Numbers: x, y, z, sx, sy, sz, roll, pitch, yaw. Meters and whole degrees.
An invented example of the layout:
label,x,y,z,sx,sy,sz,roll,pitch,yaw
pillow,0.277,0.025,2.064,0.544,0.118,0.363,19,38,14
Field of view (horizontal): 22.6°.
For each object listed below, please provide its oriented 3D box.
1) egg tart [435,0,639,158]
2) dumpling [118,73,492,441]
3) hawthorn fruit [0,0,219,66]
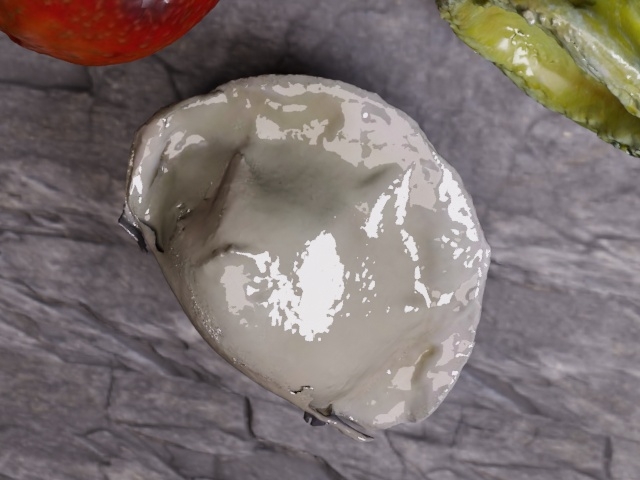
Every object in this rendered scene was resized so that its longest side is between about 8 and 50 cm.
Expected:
label,x,y,z,sx,sy,sz,roll,pitch,yaw
egg tart,0.164,-0.129,1.012,0.197,0.197,0.078,34,90,-5
dumpling,-0.007,0.003,1.145,0.293,0.163,0.204,45,85,-10
hawthorn fruit,-0.157,-0.199,1.055,0.200,0.179,0.179,-22,112,46
